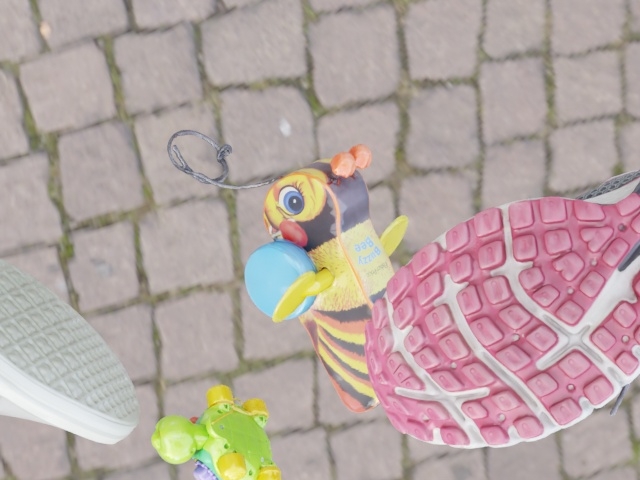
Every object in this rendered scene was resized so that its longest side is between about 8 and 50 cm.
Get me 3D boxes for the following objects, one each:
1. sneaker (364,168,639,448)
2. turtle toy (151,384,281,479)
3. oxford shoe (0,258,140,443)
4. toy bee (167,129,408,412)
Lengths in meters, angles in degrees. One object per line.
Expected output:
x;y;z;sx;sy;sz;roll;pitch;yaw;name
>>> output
0.165;0.023;0.834;0.299;0.121;0.112;-26;162;10;sneaker
-0.095;0.186;1.445;0.066;0.095;0.130;-33;142;27;turtle toy
-0.353;0.075;1.368;0.449;0.169;0.130;28;112;-33;oxford shoe
0.000;0.000;1.391;0.298;0.195;0.162;41;131;-12;toy bee
